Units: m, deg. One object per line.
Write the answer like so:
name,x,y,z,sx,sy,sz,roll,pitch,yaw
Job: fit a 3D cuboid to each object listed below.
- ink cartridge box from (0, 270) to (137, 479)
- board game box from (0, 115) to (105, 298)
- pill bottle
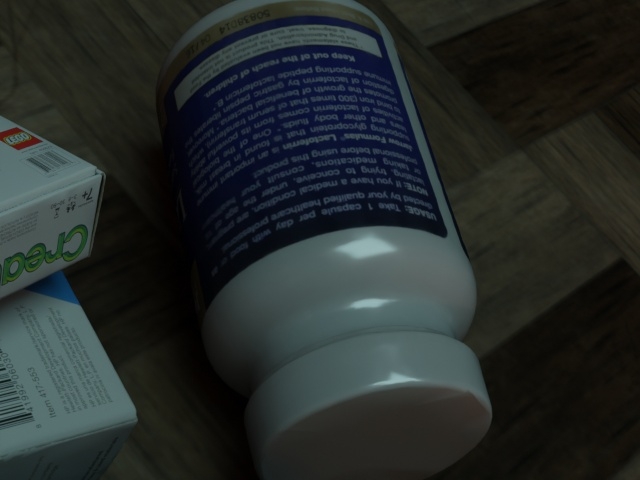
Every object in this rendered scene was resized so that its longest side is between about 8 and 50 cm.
ink cartridge box,-0.203,0.065,0.620,0.190,0.082,0.140,-13,60,-38
board game box,-0.259,-0.007,0.543,0.193,0.053,0.305,27,31,23
pill bottle,0.000,0.000,0.759,0.153,0.153,0.265,7,49,-28
